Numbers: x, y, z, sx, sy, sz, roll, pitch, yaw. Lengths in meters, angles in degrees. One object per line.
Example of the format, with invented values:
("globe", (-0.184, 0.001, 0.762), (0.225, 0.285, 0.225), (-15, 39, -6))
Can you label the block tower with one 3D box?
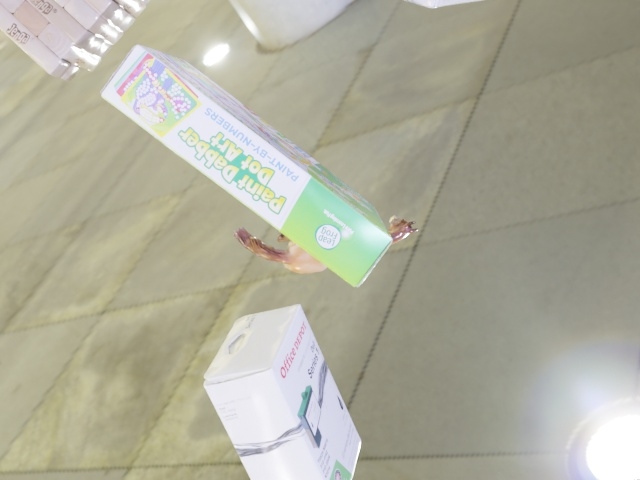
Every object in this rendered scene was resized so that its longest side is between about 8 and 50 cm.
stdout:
("block tower", (-0.153, -0.300, 0.822), (0.335, 0.097, 0.091), (-47, 1, 3))

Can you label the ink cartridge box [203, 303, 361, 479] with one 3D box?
("ink cartridge box", (-0.040, 0.211, 1.120), (0.092, 0.219, 0.160), (-16, 21, 18))

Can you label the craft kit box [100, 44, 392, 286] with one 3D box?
("craft kit box", (-0.056, -0.072, 0.822), (0.061, 0.250, 0.246), (-52, 6, 9))

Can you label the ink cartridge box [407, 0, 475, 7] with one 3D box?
("ink cartridge box", (0.052, -0.326, 1.035), (0.261, 0.066, 0.296), (19, 21, 16))

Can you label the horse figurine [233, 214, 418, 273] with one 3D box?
("horse figurine", (0.000, 0.000, 1.474), (0.263, 0.066, 0.174), (-12, 23, -24))

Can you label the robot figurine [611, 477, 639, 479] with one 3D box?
("robot figurine", (0.375, 0.416, 0.923), (0.300, 0.199, 0.353), (-46, 55, 27))
